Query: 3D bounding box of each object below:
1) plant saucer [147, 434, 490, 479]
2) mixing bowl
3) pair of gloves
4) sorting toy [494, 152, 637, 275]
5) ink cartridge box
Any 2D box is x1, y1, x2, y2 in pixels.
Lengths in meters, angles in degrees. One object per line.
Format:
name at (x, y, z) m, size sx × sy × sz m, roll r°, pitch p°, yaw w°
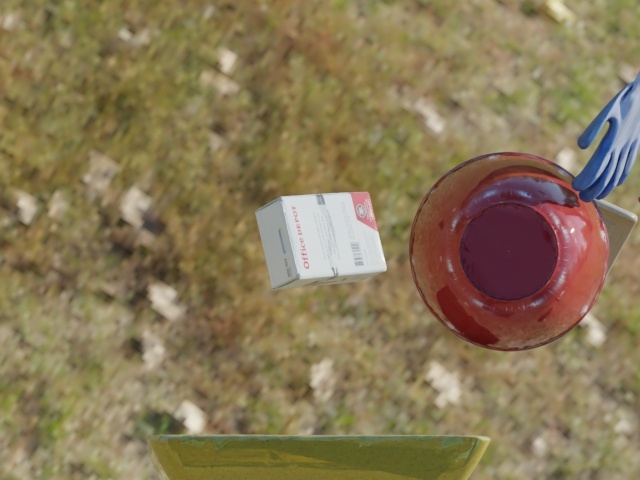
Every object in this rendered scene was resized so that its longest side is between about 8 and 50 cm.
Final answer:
plant saucer at (-0.012, 0.249, 1.985) m, size 0.332 × 0.333 × 0.081 m, roll 0°, pitch 81°, yaw -5°
mixing bowl at (0.167, 0.009, 1.696) m, size 0.181 × 0.181 × 0.098 m, roll 39°, pitch 3°, yaw 4°
pair of gloves at (0.298, -0.097, 1.693) m, size 0.023 × 0.159 × 0.198 m, roll 36°, pitch 18°, yaw 37°
sorting toy at (0.272, -0.006, 2.388) m, size 0.193 × 0.208 × 0.038 m, roll 25°, pitch 45°, yaw 3°
ink cartridge box at (0.000, 0.000, 2.223) m, size 0.135 × 0.056 × 0.099 m, roll -4°, pitch 76°, yaw -40°
